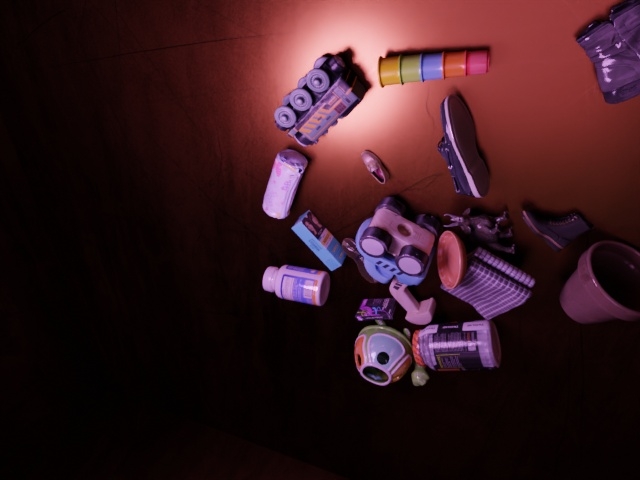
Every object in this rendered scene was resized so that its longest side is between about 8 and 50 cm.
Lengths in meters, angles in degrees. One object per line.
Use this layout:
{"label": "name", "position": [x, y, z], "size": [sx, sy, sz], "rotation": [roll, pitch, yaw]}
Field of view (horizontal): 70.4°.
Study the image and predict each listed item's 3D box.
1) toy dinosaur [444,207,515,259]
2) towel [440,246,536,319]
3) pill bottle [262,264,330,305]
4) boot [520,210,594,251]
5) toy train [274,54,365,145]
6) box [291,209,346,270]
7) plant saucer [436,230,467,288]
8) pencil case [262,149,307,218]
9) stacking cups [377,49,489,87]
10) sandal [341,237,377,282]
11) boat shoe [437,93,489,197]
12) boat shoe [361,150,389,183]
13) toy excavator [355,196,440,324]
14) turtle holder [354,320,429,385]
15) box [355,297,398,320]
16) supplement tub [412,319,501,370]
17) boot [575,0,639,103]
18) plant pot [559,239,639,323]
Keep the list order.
{"label": "toy dinosaur", "position": [0.580, -0.016, 1.580], "size": [0.160, 0.121, 0.313], "rotation": [-6, 136, 48]}
{"label": "towel", "position": [0.582, 0.161, 1.616], "size": [0.235, 0.121, 0.284], "rotation": [28, 156, 4]}
{"label": "pill bottle", "position": [-0.107, 0.189, 1.984], "size": [0.272, 0.152, 0.152], "rotation": [9, 126, 19]}
{"label": "boot", "position": [0.768, -0.065, 1.478], "size": [0.198, 0.077, 0.137], "rotation": [33, 126, -18]}
{"label": "toy train", "position": [-0.009, -0.452, 1.509], "size": [0.190, 0.142, 0.334], "rotation": [38, 130, -17]}
{"label": "box", "position": [0.000, 0.000, 1.838], "size": [0.060, 0.100, 0.244], "rotation": [-34, 105, 36]}
{"label": "plant saucer", "position": [0.450, 0.066, 1.549], "size": [0.037, 0.200, 0.200], "rotation": [-2, 126, -6]}
{"label": "pencil case", "position": [-0.137, -0.213, 1.739], "size": [0.124, 0.113, 0.273], "rotation": [43, 133, 20]}
{"label": "stacking cups", "position": [0.329, -0.513, 1.335], "size": [0.316, 0.096, 0.096], "rotation": [2, 123, 23]}
{"label": "sandal", "position": [0.174, 0.074, 1.845], "size": [0.219, 0.060, 0.090], "rotation": [47, 123, 6]}
{"label": "boat shoe", "position": [0.429, -0.288, 1.438], "size": [0.113, 0.127, 0.340], "rotation": [0, 129, 51]}
{"label": "boat shoe", "position": [0.193, -0.258, 1.606], "size": [0.135, 0.045, 0.050], "rotation": [45, 128, -10]}
{"label": "toy excavator", "position": [0.309, 0.109, 1.739], "size": [0.433, 0.222, 0.445], "rotation": [28, 143, 2]}
{"label": "turtle holder", "position": [0.294, 0.527, 1.993], "size": [0.320, 0.227, 0.243], "rotation": [43, 128, -9]}
{"label": "box", "position": [0.240, 0.290, 1.924], "size": [0.162, 0.116, 0.029], "rotation": [-6, 119, 27]}
{"label": "supplement tub", "position": [0.547, 0.427, 1.833], "size": [0.316, 0.193, 0.194], "rotation": [-11, 118, 29]}
{"label": "boot", "position": [0.839, -0.506, 1.109], "size": [0.338, 0.118, 0.223], "rotation": [-23, 106, 30]}
{"label": "plant pot", "position": [0.913, 0.166, 1.477], "size": [0.263, 0.263, 0.229], "rotation": [29, 146, 3]}
